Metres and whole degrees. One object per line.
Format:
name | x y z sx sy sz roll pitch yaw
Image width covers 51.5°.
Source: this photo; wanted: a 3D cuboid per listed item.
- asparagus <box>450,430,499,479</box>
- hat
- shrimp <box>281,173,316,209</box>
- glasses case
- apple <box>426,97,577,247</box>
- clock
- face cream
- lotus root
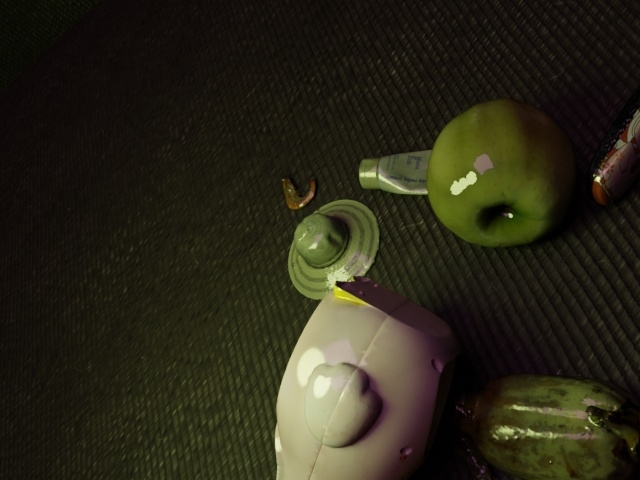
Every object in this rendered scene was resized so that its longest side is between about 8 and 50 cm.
asparagus | 0.270 0.389 1.106 0.036 0.030 0.165 -25 47 -6
hat | 0.000 0.000 1.470 0.251 0.110 0.252 -18 56 29
shrimp | -0.057 -0.133 1.642 0.091 0.025 0.127 -40 53 13
glasses case | 0.549 -0.183 1.155 0.067 0.103 0.267 32 89 41
apple | 0.324 -0.123 1.215 0.279 0.279 0.279 -18 57 29
clock | 0.078 0.281 1.125 0.250 0.368 0.377 24 100 16
face cream | 0.199 -0.150 1.439 0.223 0.070 0.114 2 67 28
lotus root | 0.346 0.282 1.025 0.309 0.173 0.173 -1 66 38
